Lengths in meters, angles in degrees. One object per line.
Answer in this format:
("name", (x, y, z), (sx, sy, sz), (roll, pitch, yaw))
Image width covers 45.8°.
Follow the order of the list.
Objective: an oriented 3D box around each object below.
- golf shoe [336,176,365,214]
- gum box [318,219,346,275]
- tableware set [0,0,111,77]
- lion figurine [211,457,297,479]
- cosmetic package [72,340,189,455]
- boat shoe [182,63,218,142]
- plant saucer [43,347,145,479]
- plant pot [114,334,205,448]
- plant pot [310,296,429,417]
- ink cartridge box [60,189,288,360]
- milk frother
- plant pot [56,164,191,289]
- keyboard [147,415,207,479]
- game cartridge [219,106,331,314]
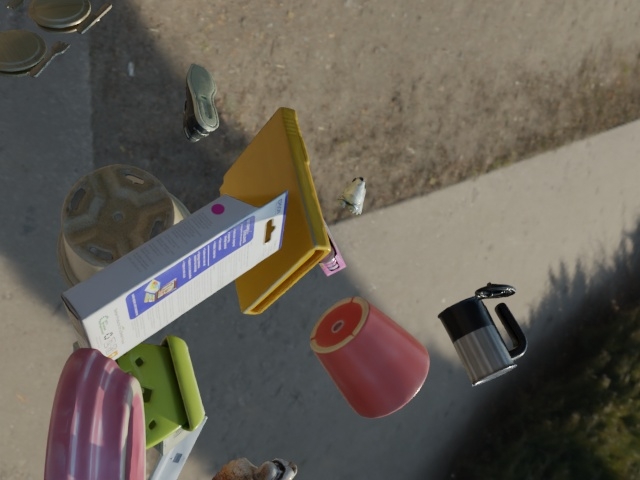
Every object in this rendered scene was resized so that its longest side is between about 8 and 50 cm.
("golf shoe", (0.085, -0.109, 1.807), (0.086, 0.069, 0.176), (-60, -177, 3))
("gum box", (0.000, 0.000, 2.077), (0.062, 0.188, 0.107), (-27, 155, 4))
("tableware set", (-0.400, -0.291, 1.076), (0.039, 0.128, 0.194), (98, 16, -52))
("lion figurine", (-0.090, 0.435, 0.902), (0.142, 0.392, 0.240), (-24, 141, 13))
("cosmetic package", (-0.443, 0.350, 1.808), (0.113, 0.309, 0.160), (-38, 153, -40))
("boat shoe", (-0.299, -0.336, 1.823), (0.084, 0.233, 0.079), (22, 133, -36))
("plant saucer", (-0.282, 0.307, 0.987), (0.084, 0.332, 0.332), (-1, 115, -7))
("plant pot", (-0.363, 0.314, 1.551), (0.207, 0.227, 0.228), (-14, 81, -18))
("plant pot", (0.117, 0.301, 2.049), (0.243, 0.275, 0.275), (48, 68, -26))
("ink cartridge box", (-0.213, 0.045, 1.177), (0.371, 0.069, 0.175), (-32, 157, -25))
("milk frother", (0.282, 0.152, 1.263), (0.129, 0.134, 0.143), (-24, 161, -2))
("plant pot", (-0.427, -0.016, 1.657), (0.334, 0.334, 0.305), (-54, 180, -17))
("keyboard", (-0.368, 0.543, 1.899), (0.072, 0.014, 0.256), (21, 101, -35))
("game cartridge", (-0.102, -0.056, 1.515), (0.053, 0.323, 0.285), (8, 146, -34))
